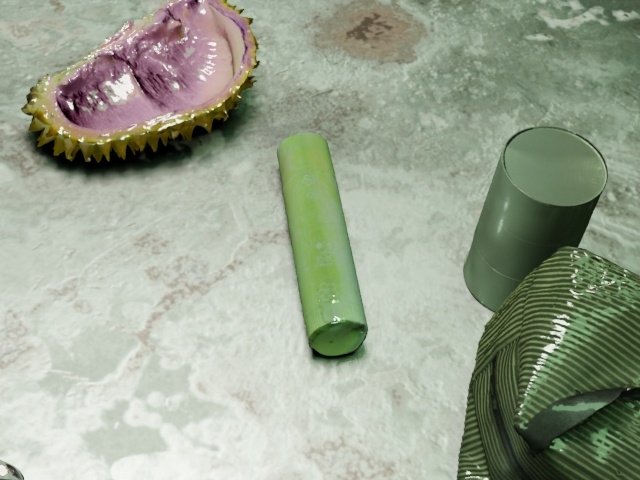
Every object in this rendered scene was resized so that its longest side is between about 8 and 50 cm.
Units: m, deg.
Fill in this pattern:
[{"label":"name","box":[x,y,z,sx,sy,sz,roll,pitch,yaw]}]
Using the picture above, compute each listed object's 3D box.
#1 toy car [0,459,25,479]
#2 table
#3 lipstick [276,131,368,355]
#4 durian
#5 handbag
[{"label":"toy car","box":[-0.402,0.233,1.271,0.210,0.089,0.108,1,60,-8]},{"label":"table","box":[0.254,-0.019,1.507,0.126,0.220,0.126,4,52,-5]},{"label":"lipstick","box":[0.000,0.000,1.540,0.076,0.076,0.304,-1,53,-11]},{"label":"durian","box":[-0.214,-0.190,1.634,0.341,0.112,0.191,-37,76,-23]},{"label":"handbag","box":[0.318,0.199,1.332,0.341,0.247,0.240,28,54,4]}]
